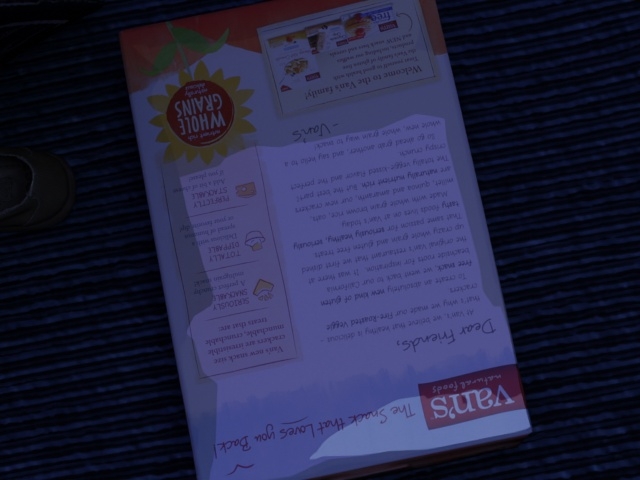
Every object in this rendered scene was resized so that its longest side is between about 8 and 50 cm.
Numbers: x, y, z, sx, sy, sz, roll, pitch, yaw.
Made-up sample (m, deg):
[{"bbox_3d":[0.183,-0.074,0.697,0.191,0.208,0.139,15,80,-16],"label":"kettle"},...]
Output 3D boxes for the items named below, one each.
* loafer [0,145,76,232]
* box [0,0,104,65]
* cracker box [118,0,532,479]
[{"bbox_3d":[-0.197,-0.025,0.774,0.148,0.050,0.056,-11,77,-2],"label":"loafer"},{"bbox_3d":[-0.271,-0.100,0.617,0.296,0.294,0.183,-29,98,5],"label":"box"},{"bbox_3d":[0.000,0.000,0.757,0.155,0.067,0.232,-11,77,-1],"label":"cracker box"}]
